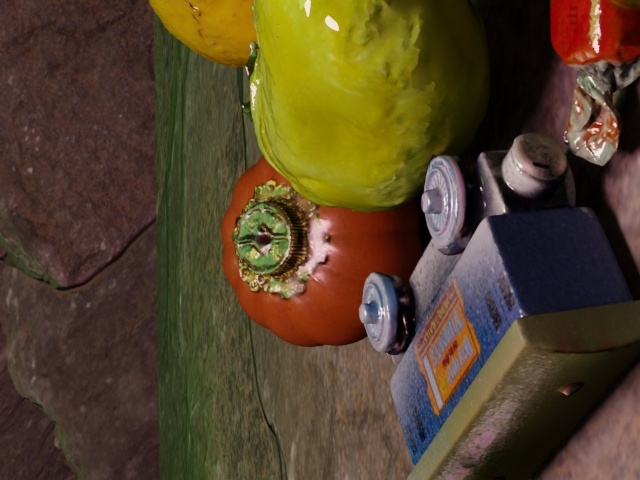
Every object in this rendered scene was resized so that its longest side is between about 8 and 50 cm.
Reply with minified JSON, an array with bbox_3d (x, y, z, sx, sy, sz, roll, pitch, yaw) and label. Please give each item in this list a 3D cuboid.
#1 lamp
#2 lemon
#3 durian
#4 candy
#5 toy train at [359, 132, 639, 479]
[{"bbox_3d":[0.000,0.000,1.219,0.223,0.196,0.223,0,90,35],"label":"lamp"},{"bbox_3d":[-0.083,-0.323,1.352,0.284,0.261,0.260,35,128,46],"label":"lemon"},{"bbox_3d":[0.028,-0.146,0.956,0.255,0.204,0.339,62,180,-6],"label":"durian"},{"bbox_3d":[0.190,-0.196,0.797,0.086,0.059,0.292,-162,69,-71],"label":"candy"},{"bbox_3d":[0.128,0.065,0.919,0.299,0.131,0.202,111,150,-53],"label":"toy train"}]
